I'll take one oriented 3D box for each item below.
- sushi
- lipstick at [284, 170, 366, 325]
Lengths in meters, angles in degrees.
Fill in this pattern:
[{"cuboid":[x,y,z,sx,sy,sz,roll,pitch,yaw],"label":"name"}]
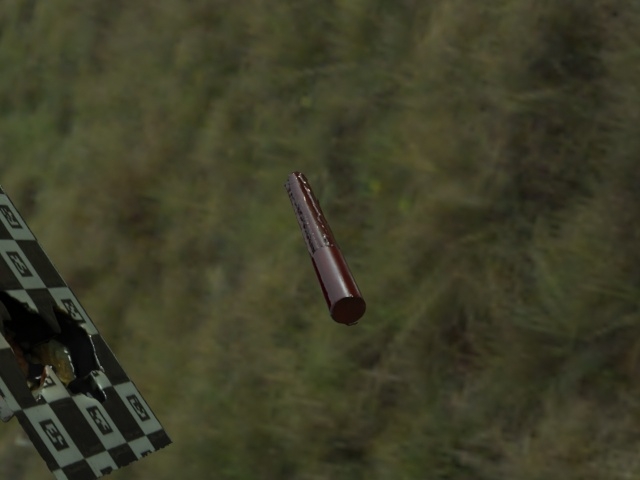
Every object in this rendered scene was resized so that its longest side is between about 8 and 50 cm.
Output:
[{"cuboid":[-0.311,0.088,1.535,0.064,0.359,0.343,-35,-6,9],"label":"sushi"},{"cuboid":[0.000,-0.001,1.153,0.176,0.027,0.027,-112,40,-53],"label":"lipstick"}]
